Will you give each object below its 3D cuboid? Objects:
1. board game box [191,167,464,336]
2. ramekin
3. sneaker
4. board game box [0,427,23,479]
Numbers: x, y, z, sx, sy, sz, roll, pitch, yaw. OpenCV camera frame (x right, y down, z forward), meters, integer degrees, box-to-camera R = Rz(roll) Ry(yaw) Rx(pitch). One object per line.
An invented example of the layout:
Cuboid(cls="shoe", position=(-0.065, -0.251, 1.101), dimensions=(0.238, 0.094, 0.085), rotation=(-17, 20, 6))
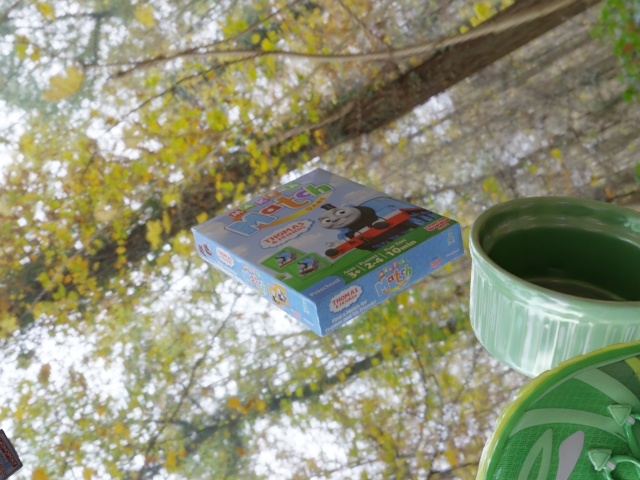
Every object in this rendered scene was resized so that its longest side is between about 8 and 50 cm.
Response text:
Cuboid(cls="board game box", position=(0.000, 0.000, 0.753), dimensions=(0.160, 0.211, 0.039), rotation=(-28, -59, -27))
Cuboid(cls="ramekin", position=(0.348, 0.068, 1.112), dimensions=(0.303, 0.304, 0.148), rotation=(-62, -23, -59))
Cuboid(cls="sneaker", position=(0.232, 0.120, 0.526), dimensions=(0.109, 0.296, 0.123), rotation=(61, 177, -16))
Cuboid(cls="board game box", position=(-0.471, 0.307, 0.975), dimensions=(0.194, 0.194, 0.060), rotation=(-34, -79, -48))
